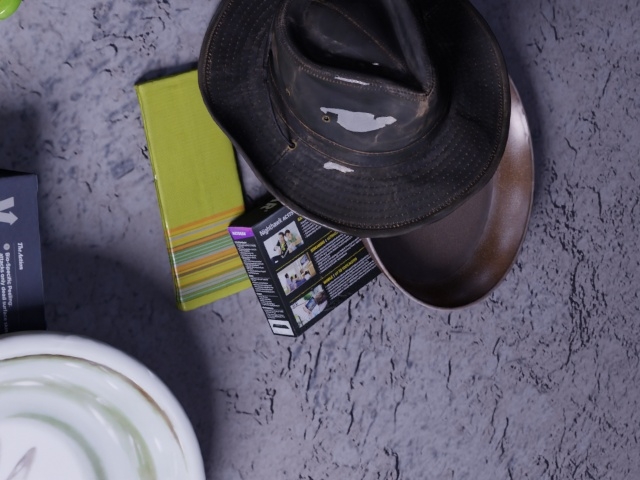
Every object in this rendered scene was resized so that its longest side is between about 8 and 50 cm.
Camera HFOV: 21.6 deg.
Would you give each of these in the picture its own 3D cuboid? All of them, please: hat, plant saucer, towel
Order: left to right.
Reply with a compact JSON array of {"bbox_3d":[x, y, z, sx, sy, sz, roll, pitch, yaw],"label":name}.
[{"bbox_3d":[-0.298,0.267,1.567,0.400,0.100,0.401,-10,109,-32],"label":"plant saucer"},{"bbox_3d":[-0.125,-0.054,1.710,0.102,0.021,0.237,-20,106,-37],"label":"towel"},{"bbox_3d":[0.046,-0.178,1.650,0.331,0.134,0.331,2,71,-7],"label":"hat"},{"bbox_3d":[0.124,-0.079,1.825,0.310,0.050,0.311,2,87,-45],"label":"plant saucer"}]

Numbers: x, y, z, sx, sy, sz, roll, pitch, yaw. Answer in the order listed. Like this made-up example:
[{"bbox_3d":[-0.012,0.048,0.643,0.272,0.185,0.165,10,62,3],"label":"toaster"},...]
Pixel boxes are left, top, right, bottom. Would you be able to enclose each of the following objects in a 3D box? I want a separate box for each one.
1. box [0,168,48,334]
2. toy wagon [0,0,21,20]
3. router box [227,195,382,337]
[{"bbox_3d":[-0.340,0.019,1.525,0.158,0.093,0.156,-7,100,-32],"label":"box"},{"bbox_3d":[-0.330,-0.260,1.429,0.344,0.068,0.267,-64,164,2],"label":"toy wagon"},{"bbox_3d":[0.000,0.000,1.774,0.179,0.046,0.133,-36,114,-33],"label":"router box"}]
